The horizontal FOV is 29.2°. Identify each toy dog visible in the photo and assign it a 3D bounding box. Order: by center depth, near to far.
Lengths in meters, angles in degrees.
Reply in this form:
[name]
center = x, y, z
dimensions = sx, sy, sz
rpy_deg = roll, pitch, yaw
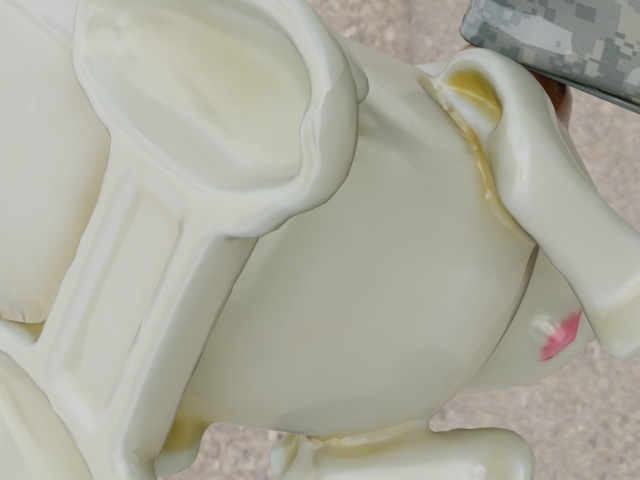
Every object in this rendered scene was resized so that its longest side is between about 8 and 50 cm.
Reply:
[toy dog]
center = 0.000, 0.000, 0.690
dimensions = 0.395, 0.408, 0.284
rpy_deg = 31, 109, 41

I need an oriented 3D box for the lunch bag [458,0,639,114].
[lunch bag]
center = 0.250, -0.189, 0.665
dimensions = 0.305, 0.212, 0.256
rpy_deg = 26, 113, 19
